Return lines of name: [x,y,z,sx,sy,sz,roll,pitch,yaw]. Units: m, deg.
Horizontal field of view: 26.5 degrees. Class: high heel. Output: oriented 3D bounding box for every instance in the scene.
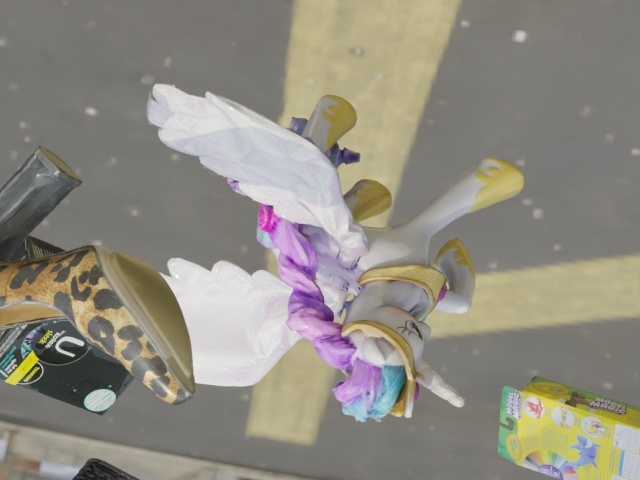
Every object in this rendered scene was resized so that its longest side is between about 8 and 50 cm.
high heel: [-0.202,0.074,0.984,0.261,0.186,0.093,49,-172,35]

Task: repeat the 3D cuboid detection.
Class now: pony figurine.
pony figurine: [0.000,0.000,1.256,0.351,0.363,0.303,23,125,6]

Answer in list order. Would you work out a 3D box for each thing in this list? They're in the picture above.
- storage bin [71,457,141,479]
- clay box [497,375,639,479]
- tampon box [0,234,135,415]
storage bin: [-0.224,0.335,1.466,0.122,0.084,0.180,24,136,15]
clay box: [0.354,0.270,1.856,0.222,0.053,0.127,17,122,28]
tampon box: [-0.267,0.090,1.423,0.161,0.101,0.120,26,116,-36]
